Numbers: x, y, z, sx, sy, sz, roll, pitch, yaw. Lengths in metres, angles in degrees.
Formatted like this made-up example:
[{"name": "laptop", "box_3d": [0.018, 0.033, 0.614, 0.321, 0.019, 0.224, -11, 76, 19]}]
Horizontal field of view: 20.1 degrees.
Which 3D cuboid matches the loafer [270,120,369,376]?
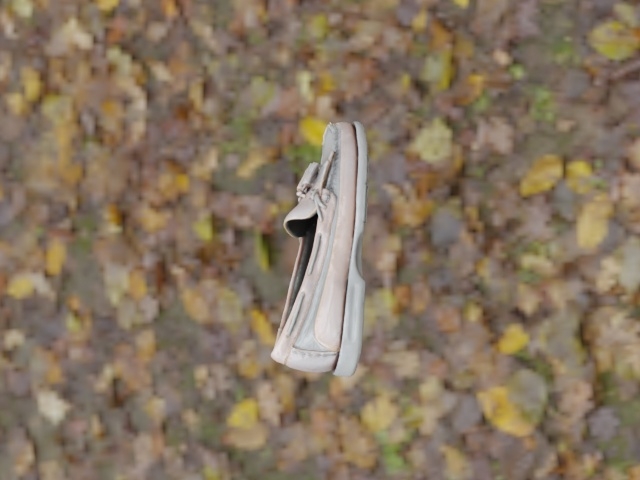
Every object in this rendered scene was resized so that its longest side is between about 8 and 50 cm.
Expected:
[{"name": "loafer", "box_3d": [0.000, 0.000, 0.809, 0.045, 0.039, 0.125, 108, 166, -62]}]
